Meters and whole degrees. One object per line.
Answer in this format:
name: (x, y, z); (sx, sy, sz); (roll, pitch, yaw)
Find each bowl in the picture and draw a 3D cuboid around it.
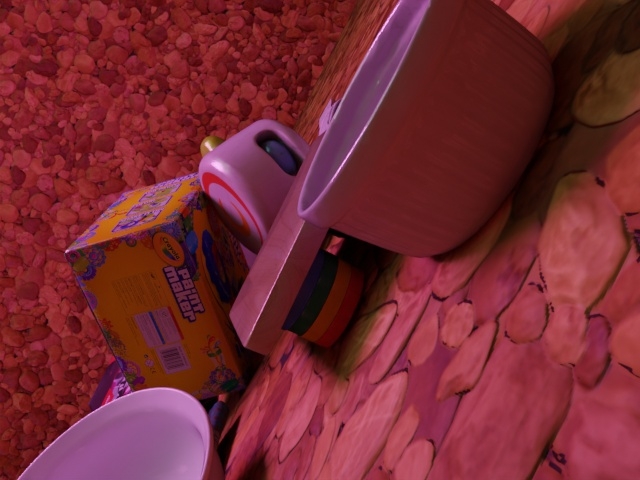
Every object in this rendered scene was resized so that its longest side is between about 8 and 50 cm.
bowl: (-0.211, 0.315, 0.650); (0.298, 0.134, 0.298); (-23, 30, 14)

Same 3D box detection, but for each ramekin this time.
ramekin: (0.077, -0.085, 0.455); (0.207, 0.109, 0.207); (-61, 10, 18)

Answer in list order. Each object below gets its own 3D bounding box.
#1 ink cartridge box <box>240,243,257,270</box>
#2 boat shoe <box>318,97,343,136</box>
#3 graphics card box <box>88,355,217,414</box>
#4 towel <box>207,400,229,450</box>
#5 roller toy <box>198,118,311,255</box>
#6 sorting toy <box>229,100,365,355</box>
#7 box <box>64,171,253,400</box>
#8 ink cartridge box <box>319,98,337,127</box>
ink cartridge box: (-0.209, 0.046, 1.302); (0.270, 0.197, 0.198); (-60, 10, 18)
boat shoe: (0.027, -0.120, 0.849); (0.063, 0.066, 0.184); (114, 169, -56)
graphics card box: (-0.363, 0.335, 1.273); (0.371, 0.094, 0.232); (27, 89, 55)
towel: (-0.215, 0.429, 0.799); (0.271, 0.040, 0.370); (-56, 13, 35)
roller toy: (-0.078, -0.081, 0.947); (0.146, 0.209, 0.191); (-39, 31, -22)
sorting toy: (0.000, 0.000, 0.678); (0.255, 0.089, 0.257); (-64, 10, -5)
box: (-0.235, 0.070, 1.012); (0.177, 0.290, 0.279); (-15, 22, 6)
ink cartridge box: (0.024, -0.316, 1.539); (0.063, 0.029, 0.115); (-59, 12, 21)
